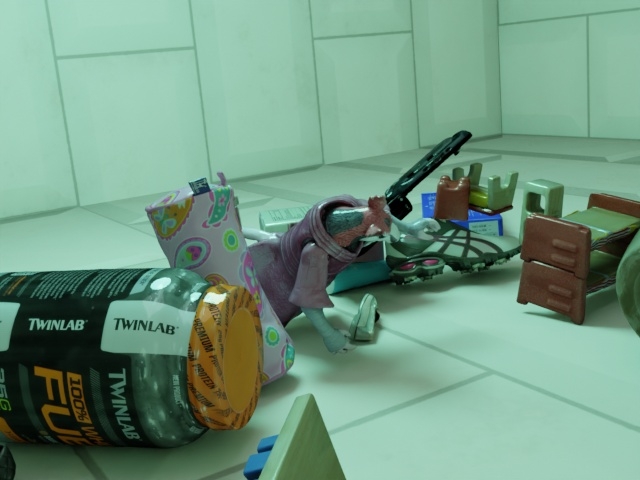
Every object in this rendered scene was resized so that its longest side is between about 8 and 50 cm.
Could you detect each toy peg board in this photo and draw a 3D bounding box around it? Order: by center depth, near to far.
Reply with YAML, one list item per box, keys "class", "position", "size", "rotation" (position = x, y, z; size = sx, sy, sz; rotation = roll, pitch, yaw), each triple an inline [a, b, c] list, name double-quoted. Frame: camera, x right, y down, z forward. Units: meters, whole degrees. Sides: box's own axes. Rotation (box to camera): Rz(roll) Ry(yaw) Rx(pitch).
- class: "toy peg board"
  position: [-0.028, 0.226, 0.584]
  size: [0.079, 0.160, 0.161]
  rotation: [-18, 10, 13]

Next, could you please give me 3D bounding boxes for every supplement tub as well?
- class: "supplement tub"
  position: [-0.251, 0.136, 0.922]
  size: [0.338, 0.207, 0.207]
  rotation: [-2, 13, 15]

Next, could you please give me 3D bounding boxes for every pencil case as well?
- class: "pencil case"
  position: [-0.129, 0.057, 1.046]
  size: [0.124, 0.284, 0.124]
  rotation: [-20, 8, 3]

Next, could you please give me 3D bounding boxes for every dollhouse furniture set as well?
- class: "dollhouse furniture set"
  position: [0.341, -0.011, 1.337]
  size: [0.201, 0.152, 0.374]
  rotation: [-15, 25, -37]

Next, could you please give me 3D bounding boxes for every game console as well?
- class: "game console"
  position: [0.148, -0.084, 1.428]
  size: [0.361, 0.044, 0.213]
  rotation: [-41, 8, -18]

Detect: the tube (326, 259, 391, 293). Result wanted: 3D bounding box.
- class: "tube"
  position: [0.097, 0.058, 1.483]
  size: [0.207, 0.052, 0.080]
  rotation: [-9, 17, -31]

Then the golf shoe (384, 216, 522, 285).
- class: "golf shoe"
  position: [0.250, 0.004, 1.447]
  size: [0.273, 0.120, 0.105]
  rotation: [-7, -12, -16]

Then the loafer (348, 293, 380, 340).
- class: "loafer"
  position: [0.075, 0.124, 1.229]
  size: [0.039, 0.045, 0.125]
  rotation: [15, 24, 10]

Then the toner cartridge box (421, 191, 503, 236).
- class: "toner cartridge box"
  position: [0.315, -0.048, 1.792]
  size: [0.165, 0.075, 0.348]
  rotation: [-2, 14, 8]

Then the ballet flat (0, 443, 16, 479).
- class: "ballet flat"
  position: [-0.393, 0.258, 0.794]
  size: [0.058, 0.049, 0.173]
  rotation: [5, 16, 40]

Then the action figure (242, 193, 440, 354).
- class: "action figure"
  position: [-0.011, 0.004, 1.160]
  size: [0.248, 0.276, 0.370]
  rotation: [-53, 6, -36]

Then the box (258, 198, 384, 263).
- class: "box"
  position: [0.000, 0.000, 1.589]
  size: [0.233, 0.126, 0.148]
  rotation: [-7, 13, -7]

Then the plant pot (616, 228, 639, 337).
- class: "plant pot"
  position: [0.537, 0.021, 0.998]
  size: [0.280, 0.323, 0.323]
  rotation: [-31, 23, -25]
